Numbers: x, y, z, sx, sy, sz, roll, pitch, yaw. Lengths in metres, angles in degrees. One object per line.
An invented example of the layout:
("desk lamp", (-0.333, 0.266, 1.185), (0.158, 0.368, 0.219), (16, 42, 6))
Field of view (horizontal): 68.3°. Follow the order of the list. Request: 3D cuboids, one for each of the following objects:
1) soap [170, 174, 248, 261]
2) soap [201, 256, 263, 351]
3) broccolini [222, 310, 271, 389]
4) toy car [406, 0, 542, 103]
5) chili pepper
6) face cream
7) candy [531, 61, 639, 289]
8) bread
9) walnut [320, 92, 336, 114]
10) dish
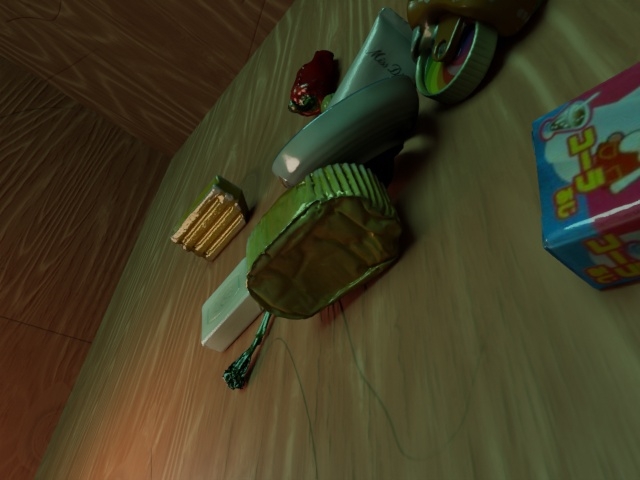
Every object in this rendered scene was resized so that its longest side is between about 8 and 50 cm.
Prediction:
("soap", (-0.300, -0.057, 1.323), (0.232, 0.140, 0.073), (-44, 30, 26))
("soap", (-0.181, 0.136, 1.007), (0.183, 0.064, 0.121), (-47, 31, 22))
("broccolini", (-0.113, 0.178, 0.887), (0.218, 0.044, 0.042), (-59, 11, -13))
("toy car", (0.219, -0.335, 0.769), (0.235, 0.145, 0.235), (-44, 39, 51))
("chili pepper", (-0.016, -0.434, 1.291), (0.110, 0.110, 0.387), (-36, 29, 38))
("face cream", (0.087, -0.285, 0.945), (0.314, 0.143, 0.089), (-50, 11, 27))
("candy", (0.324, -0.087, 0.348), (0.306, 0.100, 0.157), (-30, 37, 44))
("bread", (0.000, 0.000, 0.718), (0.250, 0.179, 0.133), (-45, 34, 20))
("walnut", (0.041, -0.287, 1.052), (0.092, 0.092, 0.092), (-40, 32, 32))
("dish", (0.068, -0.137, 0.793), (0.273, 0.133, 0.273), (-33, -2, -2))
